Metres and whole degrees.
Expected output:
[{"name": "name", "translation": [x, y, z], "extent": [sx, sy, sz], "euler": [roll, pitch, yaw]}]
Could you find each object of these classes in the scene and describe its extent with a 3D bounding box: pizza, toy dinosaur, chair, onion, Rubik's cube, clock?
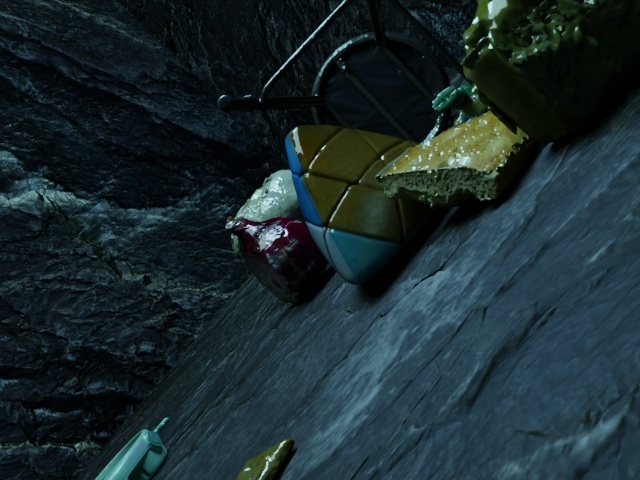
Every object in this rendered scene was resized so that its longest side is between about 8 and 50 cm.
[{"name": "pizza", "translation": [0.192, -0.099, 0.888], "extent": [0.188, 0.081, 0.204], "euler": [-2, 33, 48]}, {"name": "toy dinosaur", "translation": [0.261, -0.210, 0.977], "extent": [0.259, 0.094, 0.153], "euler": [-45, -19, 28]}, {"name": "chair", "translation": [0.099, -0.264, 1.364], "extent": [0.362, 0.364, 0.410], "euler": [-45, 1, 13]}, {"name": "onion", "translation": [-0.085, 0.012, 1.390], "extent": [0.140, 0.218, 0.195], "euler": [-49, -4, -10]}, {"name": "Rubik's cube", "translation": [0.083, -0.051, 1.037], "extent": [0.254, 0.254, 0.254], "euler": [-46, 5, 6]}, {"name": "clock", "translation": [-0.339, 0.408, 1.273], "extent": [0.159, 0.066, 0.211], "euler": [-42, 6, 38]}]

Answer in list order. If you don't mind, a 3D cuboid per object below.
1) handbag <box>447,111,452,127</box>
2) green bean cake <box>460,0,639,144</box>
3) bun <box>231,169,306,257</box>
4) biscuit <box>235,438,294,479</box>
[{"name": "handbag", "translation": [0.162, -0.256, 1.728], "extent": [0.298, 0.171, 0.151], "euler": [-43, 8, 24]}, {"name": "green bean cake", "translation": [0.289, -0.271, 0.699], "extent": [0.285, 0.202, 0.310], "euler": [-51, 7, -27]}, {"name": "bun", "translation": [-0.101, -0.048, 1.566], "extent": [0.239, 0.141, 0.239], "euler": [-45, -18, -19]}, {"name": "biscuit", "translation": [-0.065, 0.234, 0.690], "extent": [0.081, 0.018, 0.083], "euler": [-42, 6, 43]}]
